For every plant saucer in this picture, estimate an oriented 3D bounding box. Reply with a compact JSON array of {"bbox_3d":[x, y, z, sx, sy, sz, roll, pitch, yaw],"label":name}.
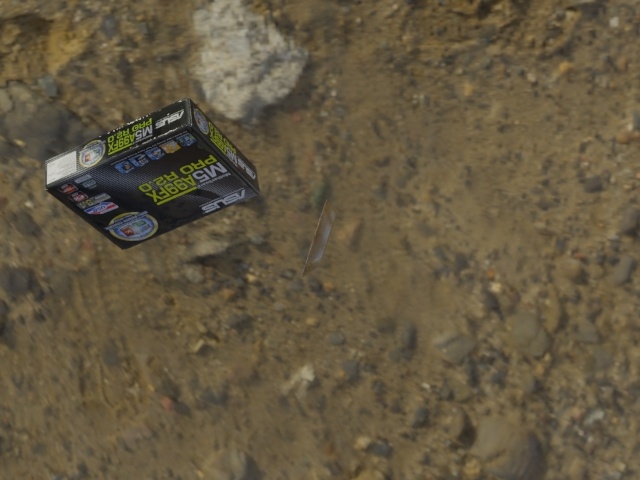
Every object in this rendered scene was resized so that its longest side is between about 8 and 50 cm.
[{"bbox_3d":[0.000,0.000,1.110,0.015,0.083,0.083,18,90,0],"label":"plant saucer"}]

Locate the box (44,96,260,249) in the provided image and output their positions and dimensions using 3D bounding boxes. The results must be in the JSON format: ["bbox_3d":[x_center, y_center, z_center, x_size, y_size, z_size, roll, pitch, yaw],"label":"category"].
[{"bbox_3d":[-0.266,-0.100,1.740,0.270,0.060,0.216,-21,144,17],"label":"box"}]
